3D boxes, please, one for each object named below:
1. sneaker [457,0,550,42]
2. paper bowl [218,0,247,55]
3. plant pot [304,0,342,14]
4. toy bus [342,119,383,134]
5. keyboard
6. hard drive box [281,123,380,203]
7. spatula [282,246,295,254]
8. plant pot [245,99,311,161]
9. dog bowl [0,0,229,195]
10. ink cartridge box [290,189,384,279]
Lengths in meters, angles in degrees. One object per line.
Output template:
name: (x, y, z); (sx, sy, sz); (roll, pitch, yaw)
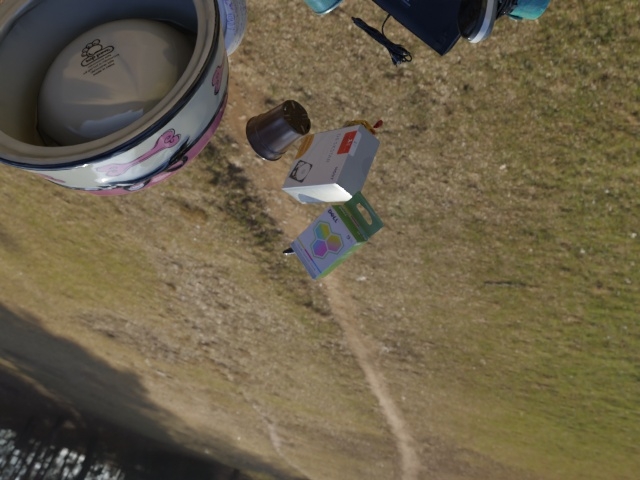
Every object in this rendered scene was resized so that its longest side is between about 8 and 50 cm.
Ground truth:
sneaker: (0.387, -0.497, 1.172); (0.178, 0.296, 0.124); (19, 151, -11)
paper bowl: (-0.325, -0.597, 1.457); (0.284, 0.148, 0.284); (9, 126, 12)
plant pot: (-0.028, -0.878, 1.709); (0.255, 0.272, 0.271); (26, 155, -34)
toy bus: (0.135, -0.425, 2.235); (0.104, 0.191, 0.202); (50, 161, 6)
keyboard: (0.172, -0.530, 1.282); (0.317, 0.033, 0.201); (41, 114, 5)
hard drive box: (0.026, -0.199, 1.513); (0.089, 0.181, 0.232); (34, 159, -35)
spatula: (0.000, 0.000, 1.633); (0.296, 0.084, 0.030); (-21, 91, 36)
plant pot: (-0.131, -0.368, 1.854); (0.167, 0.167, 0.165); (37, 138, -29)
dog bowl: (-0.325, -0.250, 0.873); (0.407, 0.408, 0.150); (12, 159, 17)
ink cartridge box: (0.036, -0.012, 1.331); (0.209, 0.109, 0.062); (-42, 163, 26)
